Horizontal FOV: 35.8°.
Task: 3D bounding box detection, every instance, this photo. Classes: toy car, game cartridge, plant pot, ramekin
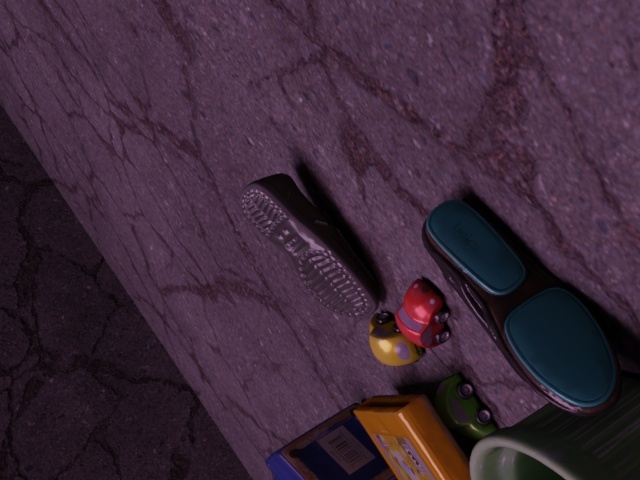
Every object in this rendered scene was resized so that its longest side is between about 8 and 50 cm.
[{"bbox_3d":[0.148,0.176,1.311,0.225,0.053,0.239,55,160,7],"label":"toy car"},{"bbox_3d":[0.176,0.363,1.393,0.323,0.053,0.285,59,166,3],"label":"game cartridge"},{"bbox_3d":[0.051,0.426,1.667,0.236,0.236,0.212,38,146,42],"label":"plant pot"},{"bbox_3d":[0.302,0.278,0.965,0.303,0.148,0.303,47,157,26],"label":"ramekin"}]

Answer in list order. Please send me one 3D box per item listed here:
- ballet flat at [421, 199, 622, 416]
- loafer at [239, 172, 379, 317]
[{"bbox_3d":[0.202,0.071,0.992,0.280,0.095,0.096,57,173,34],"label":"ballet flat"},{"bbox_3d":[0.000,0.000,1.378,0.251,0.087,0.094,50,135,-10],"label":"loafer"}]
